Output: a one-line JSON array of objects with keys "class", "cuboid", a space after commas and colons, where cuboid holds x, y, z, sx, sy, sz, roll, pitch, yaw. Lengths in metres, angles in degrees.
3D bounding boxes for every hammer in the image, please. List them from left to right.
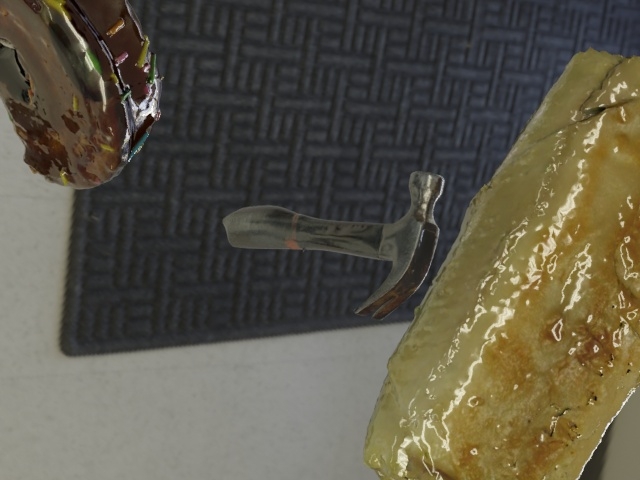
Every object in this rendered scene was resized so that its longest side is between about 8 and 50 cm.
[{"class": "hammer", "cuboid": [0.000, 0.000, 1.162, 0.037, 0.289, 0.137, 18, 81, -40]}]

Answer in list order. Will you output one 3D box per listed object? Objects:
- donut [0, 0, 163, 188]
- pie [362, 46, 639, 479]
[{"class": "donut", "cuboid": [-0.226, -0.162, 1.014, 0.096, 0.216, 0.230, -38, 92, -34]}, {"class": "pie", "cuboid": [0.123, 0.033, 0.625, 0.128, 0.068, 0.282, 32, 75, -11]}]
